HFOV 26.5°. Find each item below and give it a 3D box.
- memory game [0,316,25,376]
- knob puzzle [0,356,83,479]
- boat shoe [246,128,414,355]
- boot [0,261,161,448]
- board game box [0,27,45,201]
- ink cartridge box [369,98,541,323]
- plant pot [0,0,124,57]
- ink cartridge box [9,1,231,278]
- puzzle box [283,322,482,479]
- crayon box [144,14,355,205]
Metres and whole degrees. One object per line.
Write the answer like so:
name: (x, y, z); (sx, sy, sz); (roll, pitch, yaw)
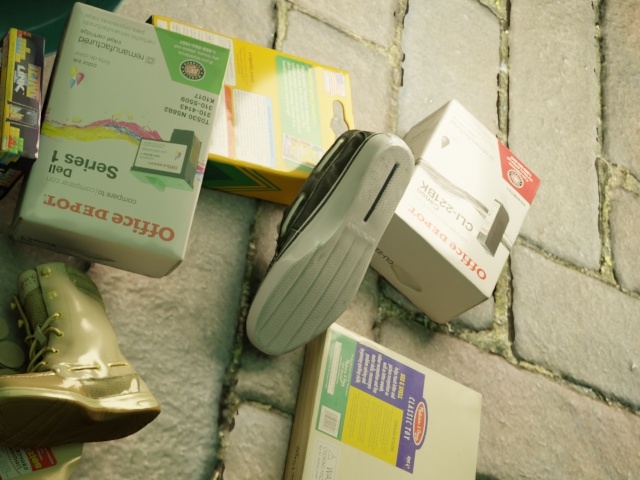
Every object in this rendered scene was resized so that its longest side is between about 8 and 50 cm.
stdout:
memory game: (-0.412, 0.128, 1.500); (0.186, 0.012, 0.186); (24, 41, -22)
knob puzzle: (-0.347, 0.211, 1.511); (0.213, 0.030, 0.213); (23, 41, -22)
boat shoe: (0.000, 0.000, 1.810); (0.121, 0.119, 0.335); (43, 78, -38)
boot: (-0.306, 0.120, 1.507); (0.262, 0.095, 0.203); (9, 48, -56)
board game box: (-0.377, -0.143, 1.611); (0.048, 0.141, 0.170); (15, 59, -31)
ink cartridge box: (0.187, -0.044, 2.009); (0.197, 0.114, 0.273); (41, 49, -13)
plant pot: (-0.394, -0.402, 1.672); (0.271, 0.272, 0.255); (-4, 55, -39)
ink cartridge box: (-0.240, -0.116, 1.644); (0.201, 0.117, 0.278); (15, 75, -15)
puzzle box: (0.078, 0.333, 1.763); (0.272, 0.052, 0.409); (28, 52, -23)
crayon box: (-0.104, -0.168, 1.874); (0.323, 0.083, 0.203); (12, 61, -32)
